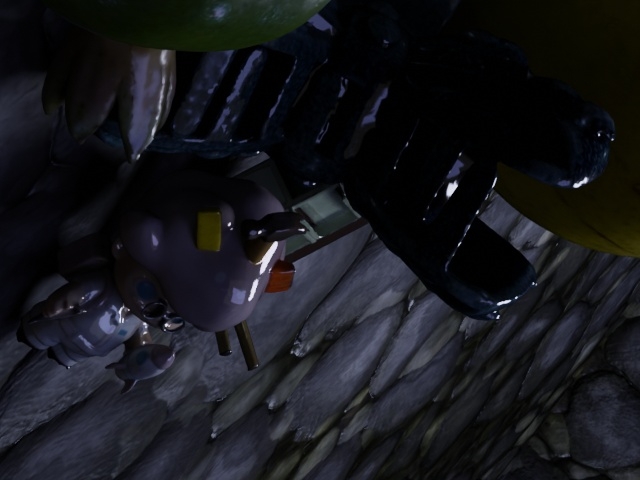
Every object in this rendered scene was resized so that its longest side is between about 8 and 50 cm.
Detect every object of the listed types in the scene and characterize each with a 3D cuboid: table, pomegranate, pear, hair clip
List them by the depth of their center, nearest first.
[{"bbox_3d":[-0.076,-0.146,0.730,0.187,0.187,0.225,-24,141,-51],"label":"pomegranate"},{"bbox_3d":[0.012,-0.086,0.937,0.194,0.310,0.206,-59,-172,26],"label":"hair clip"},{"bbox_3d":[0.243,-0.168,1.129,0.362,0.362,0.418,-51,138,3],"label":"pear"},{"bbox_3d":[0.000,0.000,1.139,0.240,0.111,0.121,-27,162,7],"label":"table"}]

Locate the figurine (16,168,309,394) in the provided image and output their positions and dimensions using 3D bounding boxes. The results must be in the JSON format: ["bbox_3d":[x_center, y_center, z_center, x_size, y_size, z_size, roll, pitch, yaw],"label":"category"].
[{"bbox_3d":[-0.101,0.021,1.041,0.229,0.112,0.137,-29,135,22],"label":"figurine"}]
